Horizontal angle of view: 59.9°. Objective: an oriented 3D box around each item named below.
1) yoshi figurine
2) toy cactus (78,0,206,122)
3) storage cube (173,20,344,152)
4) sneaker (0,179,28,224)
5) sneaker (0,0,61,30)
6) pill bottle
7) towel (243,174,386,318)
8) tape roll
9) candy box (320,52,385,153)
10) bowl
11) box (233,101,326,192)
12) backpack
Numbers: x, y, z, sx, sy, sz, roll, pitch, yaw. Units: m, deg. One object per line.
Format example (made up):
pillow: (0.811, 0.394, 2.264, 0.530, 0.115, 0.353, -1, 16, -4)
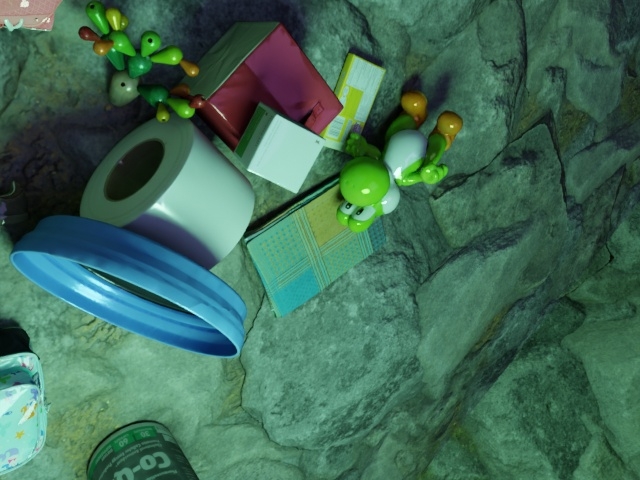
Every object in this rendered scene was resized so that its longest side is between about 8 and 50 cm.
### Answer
yoshi figurine: (0.163, -0.182, 1.252, 0.203, 0.204, 0.362, 46, 73, -26)
toy cactus: (-0.294, -0.259, 0.873, 0.219, 0.181, 0.112, 38, 54, -19)
storage cube: (-0.115, -0.257, 0.999, 0.183, 0.215, 0.193, -49, 127, -6)
sneaker: (-0.560, -0.054, 0.859, 0.189, 0.066, 0.071, -10, 102, -41)
sneaker: (-0.437, -0.333, 0.757, 0.314, 0.116, 0.136, -39, 133, -16)
pill bottle: (-0.337, 0.570, 1.161, 0.204, 0.361, 0.204, -19, 124, -31)
towel: (0.000, 0.000, 1.350, 0.370, 0.040, 0.271, -35, 132, -22)
tape roll: (-0.260, -0.072, 0.954, 0.246, 0.246, 0.169, -50, 134, -6)
candy box: (0.068, -0.302, 1.244, 0.105, 0.027, 0.205, 9, 108, -44)
bowl: (-0.303, 0.084, 0.924, 0.391, 0.392, 0.077, 46, 56, -44)
box: (-0.068, -0.149, 0.894, 0.102, 0.087, 0.101, 22, 104, -34)
backpack: (-0.585, 0.299, 0.944, 0.225, 0.191, 0.253, -10, 124, -36)
